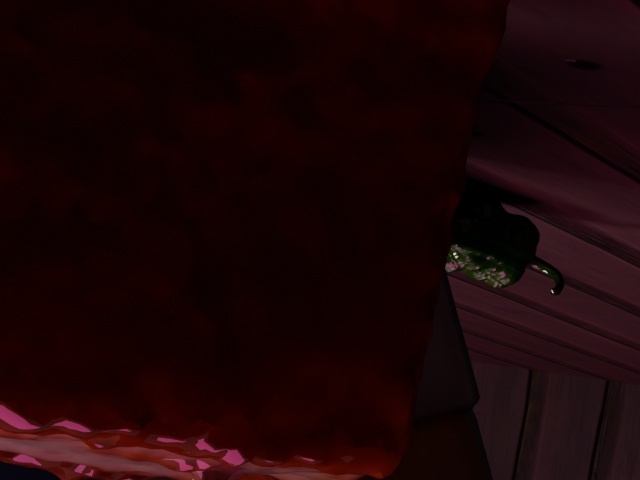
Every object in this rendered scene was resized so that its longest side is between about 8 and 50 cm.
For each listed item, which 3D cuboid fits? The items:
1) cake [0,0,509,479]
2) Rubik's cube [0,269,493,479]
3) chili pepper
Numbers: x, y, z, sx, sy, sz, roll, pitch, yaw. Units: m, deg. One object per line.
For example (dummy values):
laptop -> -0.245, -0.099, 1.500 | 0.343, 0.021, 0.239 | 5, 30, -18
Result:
cake -> -0.097, -0.039, 0.649 | 0.270, 0.269, 0.319 | 13, 173, -17
Rubik's cube -> -0.093, 0.097, 1.027 | 0.347, 0.344, 0.346 | -15, 174, -4
chili pepper -> 0.091, -0.017, 1.310 | 0.257, 0.074, 0.100 | 17, 170, -37
